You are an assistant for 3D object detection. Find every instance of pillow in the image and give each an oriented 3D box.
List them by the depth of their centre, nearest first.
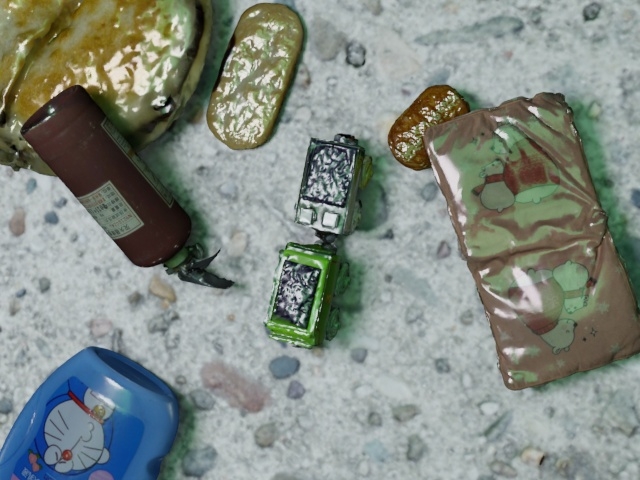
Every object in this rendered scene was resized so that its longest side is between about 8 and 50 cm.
[{"bbox_3d":[0.188,-0.002,1.056,0.135,0.049,0.248,-20,88,13],"label":"pillow"}]

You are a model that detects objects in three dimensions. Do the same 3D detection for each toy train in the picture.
[{"bbox_3d":[0.000,0.000,1.090,0.060,0.081,0.202,12,90,15],"label":"toy train"}]

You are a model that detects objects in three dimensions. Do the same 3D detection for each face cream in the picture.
[{"bbox_3d":[-0.243,0.235,1.136,0.149,0.083,0.264,31,95,16],"label":"face cream"}]

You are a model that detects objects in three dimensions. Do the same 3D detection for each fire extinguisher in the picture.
[{"bbox_3d":[-0.169,-0.037,1.103,0.099,0.071,0.231,-16,119,49],"label":"fire extinguisher"}]

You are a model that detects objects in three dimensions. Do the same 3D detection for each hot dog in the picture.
[{"bbox_3d":[0.099,-0.103,1.094,0.058,0.035,0.083,43,98,12],"label":"hot dog"}]

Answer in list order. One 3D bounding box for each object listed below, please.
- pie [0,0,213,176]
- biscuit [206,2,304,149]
[{"bbox_3d":[-0.261,-0.217,1.169,0.339,0.077,0.339,0,88,14],"label":"pie"},{"bbox_3d":[-0.063,-0.157,1.146,0.071,0.018,0.147,20,91,12],"label":"biscuit"}]
